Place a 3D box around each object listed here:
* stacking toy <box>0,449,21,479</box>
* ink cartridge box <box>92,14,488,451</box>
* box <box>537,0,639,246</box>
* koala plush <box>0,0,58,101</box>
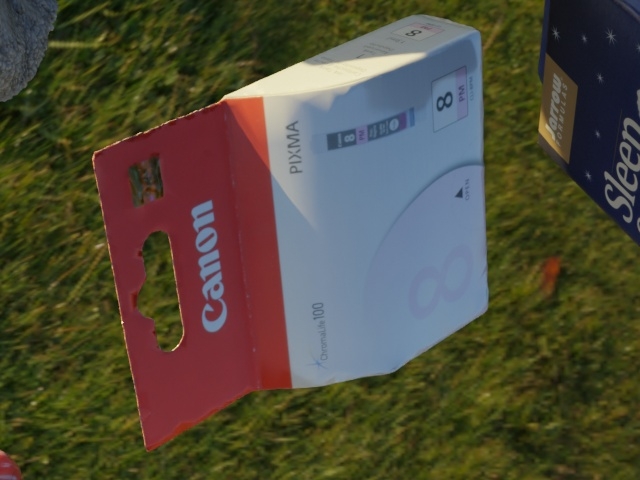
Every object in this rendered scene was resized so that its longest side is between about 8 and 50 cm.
[{"bbox_3d":[-0.355,0.119,0.981,0.165,0.175,0.302,-24,72,2],"label":"stacking toy"},{"bbox_3d":[0.000,0.000,0.668,0.232,0.066,0.189,-31,128,-38],"label":"ink cartridge box"},{"bbox_3d":[0.163,-0.053,0.575,0.036,0.136,0.225,-26,53,-15],"label":"box"},{"bbox_3d":[-0.311,-0.142,0.815,0.196,0.221,0.203,35,31,-56],"label":"koala plush"}]
